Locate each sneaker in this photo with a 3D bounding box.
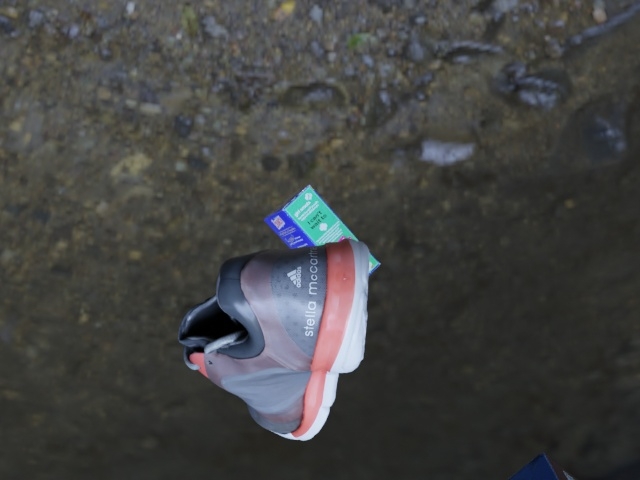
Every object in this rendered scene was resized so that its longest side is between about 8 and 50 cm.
[{"bbox_3d":[-0.024,0.036,0.459,0.065,0.061,0.158,6,154,-8],"label":"sneaker"}]

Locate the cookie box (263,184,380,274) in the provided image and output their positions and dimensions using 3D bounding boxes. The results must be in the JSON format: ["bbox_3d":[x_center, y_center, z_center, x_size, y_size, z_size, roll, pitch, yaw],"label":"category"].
[{"bbox_3d":[0.000,0.000,1.174,0.107,0.040,0.092,47,166,-7],"label":"cookie box"}]

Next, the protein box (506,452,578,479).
[{"bbox_3d":[0.189,0.334,0.991,0.200,0.201,0.136,-43,122,14],"label":"protein box"}]
